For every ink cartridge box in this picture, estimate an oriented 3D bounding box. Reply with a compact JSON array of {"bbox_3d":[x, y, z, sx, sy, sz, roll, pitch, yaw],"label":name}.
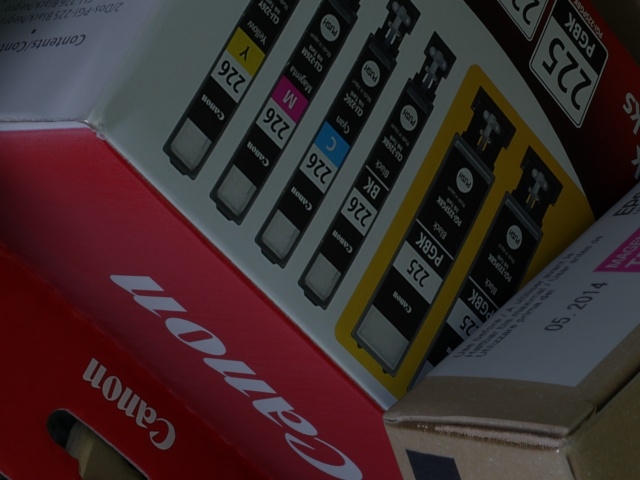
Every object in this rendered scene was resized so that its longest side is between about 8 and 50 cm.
[{"bbox_3d":[0.000,0.000,0.722,0.309,0.130,0.272,45,60,-35],"label":"ink cartridge box"},{"bbox_3d":[0.147,0.088,0.719,0.234,0.088,0.193,-37,117,-38],"label":"ink cartridge box"}]

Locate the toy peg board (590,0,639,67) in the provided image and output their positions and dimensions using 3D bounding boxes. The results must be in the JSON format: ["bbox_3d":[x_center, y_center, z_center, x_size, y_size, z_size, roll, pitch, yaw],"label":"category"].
[{"bbox_3d":[0.116,-0.137,0.809,0.161,0.161,0.079,51,58,-35],"label":"toy peg board"}]

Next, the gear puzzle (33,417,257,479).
[{"bbox_3d":[-0.081,0.169,0.766,0.339,0.044,0.175,29,71,-42],"label":"gear puzzle"}]
